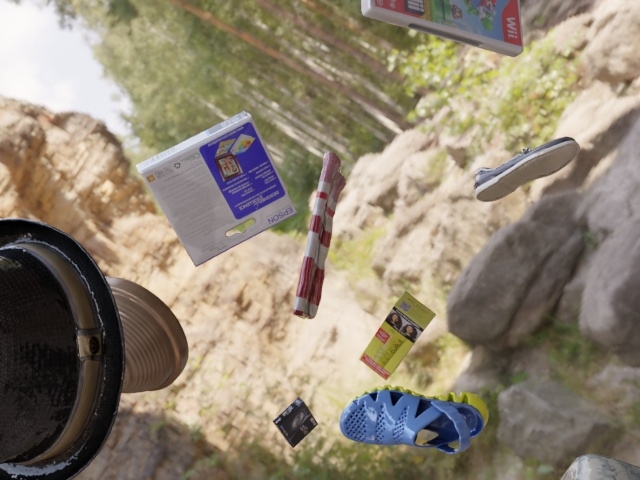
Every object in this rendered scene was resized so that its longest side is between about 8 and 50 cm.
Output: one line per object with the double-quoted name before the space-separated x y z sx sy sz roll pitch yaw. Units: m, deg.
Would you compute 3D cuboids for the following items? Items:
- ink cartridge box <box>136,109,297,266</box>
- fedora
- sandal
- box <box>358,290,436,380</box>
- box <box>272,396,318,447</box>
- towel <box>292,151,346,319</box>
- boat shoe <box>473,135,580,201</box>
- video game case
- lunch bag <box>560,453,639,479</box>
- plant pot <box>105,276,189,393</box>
"ink cartridge box" -0.170 -0.085 1.561 0.206 0.208 0.045 -27 33 -4
"fedora" -0.388 0.140 1.074 0.334 0.334 0.152 -60 -19 11
"sandal" 0.194 0.383 1.943 0.138 0.317 0.126 -70 -25 -70
"box" 0.165 0.212 2.031 0.058 0.087 0.232 -45 -11 -39
"box" -0.046 0.337 1.715 0.067 0.018 0.083 -41 -44 -15
"towel" 0.000 0.000 1.911 0.237 0.037 0.329 55 -133 -81
"boat shoe" 0.354 -0.139 1.622 0.206 0.075 0.065 -30 52 34
"video game case" 0.183 -0.399 1.390 0.025 0.285 0.204 -26 62 56
"lunch bag" 0.379 0.483 1.214 0.256 0.212 0.305 -69 1 -59
"plant pot" -0.363 0.191 1.647 0.110 0.237 0.237 -51 -10 -50
